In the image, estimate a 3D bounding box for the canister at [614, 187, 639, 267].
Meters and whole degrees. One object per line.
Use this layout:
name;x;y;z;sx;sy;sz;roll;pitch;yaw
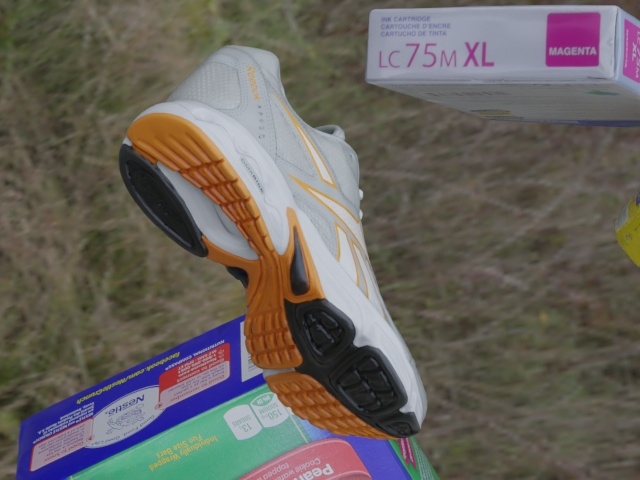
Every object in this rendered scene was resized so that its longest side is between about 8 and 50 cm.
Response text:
canister;0.307;-0.046;1.381;0.126;0.170;0.073;-36;80;-16

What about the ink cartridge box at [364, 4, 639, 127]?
ink cartridge box;0.177;-0.129;1.345;0.311;0.185;0.065;11;83;-66

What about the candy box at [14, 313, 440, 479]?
candy box;-0.040;0.229;1.340;0.317;0.268;0.122;58;12;-27

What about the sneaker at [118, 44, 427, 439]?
sneaker;0.000;0.000;1.006;0.262;0.099;0.121;58;45;-28
